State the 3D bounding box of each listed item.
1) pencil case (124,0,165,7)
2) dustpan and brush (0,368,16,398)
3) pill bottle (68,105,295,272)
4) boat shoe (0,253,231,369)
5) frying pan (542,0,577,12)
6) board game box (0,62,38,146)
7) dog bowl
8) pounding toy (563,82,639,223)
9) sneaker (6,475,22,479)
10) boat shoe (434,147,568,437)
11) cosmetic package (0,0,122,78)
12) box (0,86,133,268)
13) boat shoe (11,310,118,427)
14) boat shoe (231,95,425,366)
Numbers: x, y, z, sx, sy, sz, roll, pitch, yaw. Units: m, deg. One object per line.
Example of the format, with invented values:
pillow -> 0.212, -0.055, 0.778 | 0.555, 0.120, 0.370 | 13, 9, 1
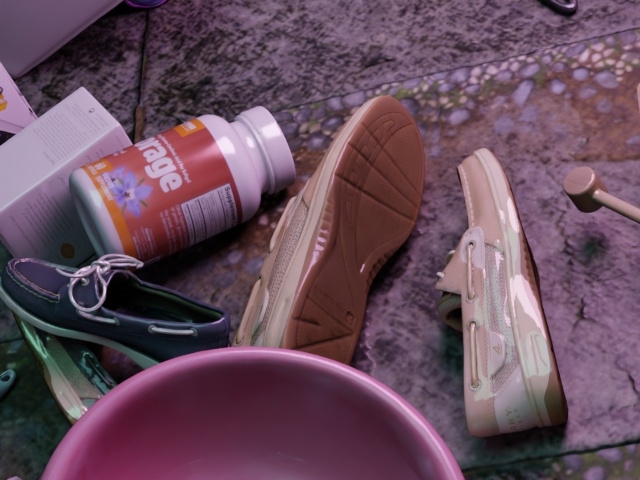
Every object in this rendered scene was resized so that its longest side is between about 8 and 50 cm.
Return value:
pencil case -> -0.225, -0.357, 1.971 | 0.070, 0.064, 0.151 | -39, 42, 24
dustpan and brush -> -0.390, 0.202, 1.584 | 0.147, 0.060, 0.211 | 34, 77, 28
pill bottle -> -0.141, -0.057, 1.631 | 0.216, 0.121, 0.121 | -25, 45, -16
boat shoe -> -0.201, 0.061, 1.526 | 0.254, 0.079, 0.095 | 23, 33, 22
frying pan -> 0.161, -0.345, 1.811 | 0.197, 0.053, 0.326 | -19, 44, 9
board game box -> -0.438, -0.053, 1.718 | 0.305, 0.193, 0.053 | -45, 49, -17
dog bowl -> -0.052, 0.259, 1.226 | 0.408, 0.150, 0.408 | 2, 51, -2
pounding toy -> 0.337, -0.057, 1.462 | 0.206, 0.094, 0.181 | -15, 52, 24
sneaker -> -0.195, 0.286, 1.382 | 0.319, 0.112, 0.131 | 10, 60, 29
boat shoe -> 0.150, 0.042, 1.446 | 0.098, 0.109, 0.302 | -15, 53, 9
cosmetic package -> -0.394, -0.473, 1.851 | 0.327, 0.394, 0.329 | -30, 42, 36
box -> -0.278, -0.055, 1.694 | 0.170, 0.130, 0.091 | -37, 48, -10
boat shoe -> -0.249, 0.113, 1.581 | 0.073, 0.080, 0.223 | -28, 50, -10
boat shoe -> 0.000, 0.000, 1.533 | 0.110, 0.121, 0.341 | -10, 45, 44
